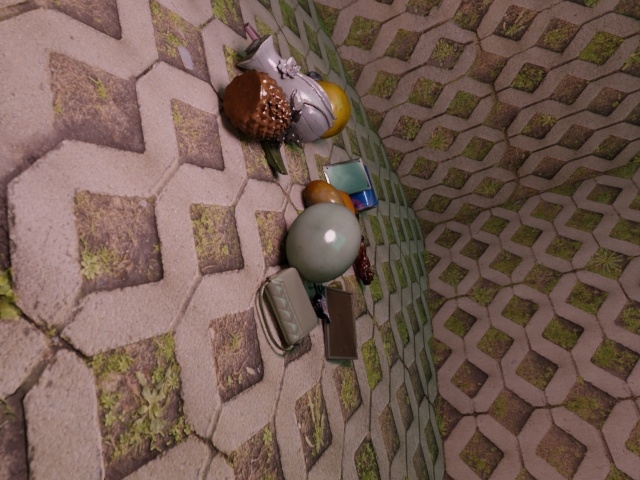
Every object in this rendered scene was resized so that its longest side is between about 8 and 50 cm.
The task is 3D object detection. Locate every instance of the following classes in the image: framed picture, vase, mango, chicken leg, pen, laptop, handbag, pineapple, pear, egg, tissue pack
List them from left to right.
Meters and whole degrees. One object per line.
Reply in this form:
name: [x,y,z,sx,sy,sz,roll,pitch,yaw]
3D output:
pen: [-0.275,-0.900,1.852,0.197,0.032,0.053,43,36,-45]
pineapple: [-0.178,-0.458,1.502,0.357,0.222,0.223,22,54,-56]
handbag: [-0.121,0.231,1.346,0.219,0.079,0.256,-32,103,-54]
vase: [-0.142,-0.628,1.695,0.445,0.249,0.250,46,34,-31]
pear: [-0.015,-0.654,2.001,0.335,0.285,0.285,19,43,-10]
egg: [0.014,0.001,1.537,0.276,0.275,0.389,64,30,-17]
mango: [0.048,-0.135,1.783,0.316,0.146,0.193,47,-15,13]
mango: [0.089,-0.120,1.962,0.187,0.138,0.257,28,42,-42]
framed picture: [0.085,0.346,1.689,0.211,0.020,0.290,20,60,-48]
laptop: [0.147,-0.342,2.205,0.268,0.015,0.188,-18,88,-30]
tissue pack: [0.222,-0.303,2.362,0.198,0.146,0.264,-10,82,-67]
chicken leg: [0.199,0.034,2.108,0.158,0.095,0.408,175,-95,-83]

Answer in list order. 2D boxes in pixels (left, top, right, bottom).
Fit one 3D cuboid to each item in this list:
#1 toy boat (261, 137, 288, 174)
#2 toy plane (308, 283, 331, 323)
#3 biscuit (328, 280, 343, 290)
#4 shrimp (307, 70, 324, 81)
toy boat: [-0.198,-0.395,1.633,0.093,0.055,0.294,5,69,-65]
toy plane: [-0.007,0.232,1.597,0.078,0.053,0.197,13,56,-55]
biscuit: [0.082,0.318,1.759,0.187,0.036,0.274,-19,92,-62]
shrimp: [0.036,-0.795,2.282,0.373,0.171,0.137,64,19,0]
